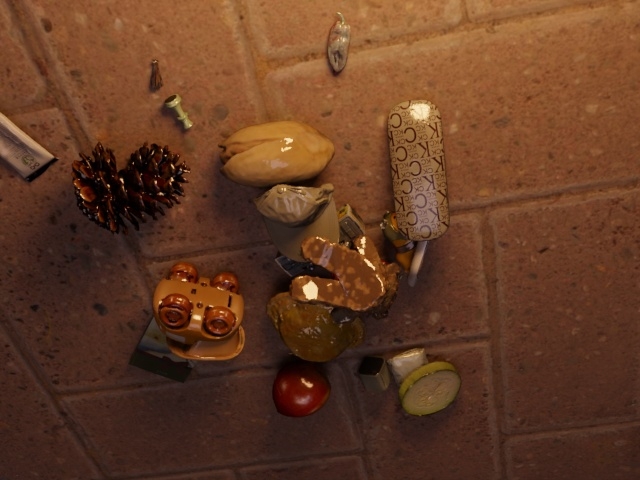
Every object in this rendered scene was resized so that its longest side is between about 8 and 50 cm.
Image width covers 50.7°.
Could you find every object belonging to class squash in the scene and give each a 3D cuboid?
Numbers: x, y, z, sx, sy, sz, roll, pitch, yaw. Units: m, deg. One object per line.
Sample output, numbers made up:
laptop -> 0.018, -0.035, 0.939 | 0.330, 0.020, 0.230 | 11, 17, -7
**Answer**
squash -> 0.357, 0.489, 2.213 | 0.219, 0.041, 0.219 | -11, 128, -14

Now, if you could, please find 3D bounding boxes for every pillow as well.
pillow -> 0.307, 0.443, 2.219 | 0.128, 0.051, 0.229 | -20, 125, 7

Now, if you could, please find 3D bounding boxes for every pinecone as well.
pinecone -> -0.471, -0.148, 1.697 | 0.292, 0.246, 0.246 | -20, 126, -9

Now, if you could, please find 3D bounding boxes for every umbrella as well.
umbrella -> -0.397, -0.399, 1.634 | 0.031, 0.020, 0.083 | 4, 121, -3

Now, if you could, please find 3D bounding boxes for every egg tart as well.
egg tart -> -0.019, 0.267, 2.003 | 0.319, 0.128, 0.319 | 9, 144, 7

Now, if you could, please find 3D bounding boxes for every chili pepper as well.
chili pepper -> 0.042, -0.453, 1.576 | 0.050, 0.041, 0.153 | 33, 132, 29

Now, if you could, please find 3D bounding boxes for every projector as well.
projector -> 0.175, 0.431, 2.185 | 0.083, 0.083, 0.082 | 1, 131, 32

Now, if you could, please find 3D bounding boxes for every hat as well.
hat -> -0.058, -0.039, 1.724 | 0.214, 0.149, 0.244 | -11, 104, 16

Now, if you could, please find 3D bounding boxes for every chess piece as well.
chess piece -> -0.347, -0.316, 1.682 | 0.042, 0.042, 0.093 | -20, 129, 14

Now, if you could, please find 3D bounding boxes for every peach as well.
peach -> -0.069, 0.481, 2.173 | 0.197, 0.197, 0.197 | 0, 126, 0

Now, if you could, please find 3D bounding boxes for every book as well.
book -> -0.476, 0.338, 2.167 | 0.201, 0.026, 0.289 | 24, 124, -14

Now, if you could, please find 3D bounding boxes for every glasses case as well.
glasses case -> 0.245, -0.172, 1.689 | 0.137, 0.085, 0.354 | -4, 101, 13

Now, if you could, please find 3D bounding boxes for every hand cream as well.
hand cream -> -0.825, -0.282, 1.703 | 0.121, 0.076, 0.336 | -25, 129, 24

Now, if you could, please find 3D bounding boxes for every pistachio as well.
pistachio -> -0.110, -0.211, 1.683 | 0.293, 0.162, 0.181 | -9, 163, 3

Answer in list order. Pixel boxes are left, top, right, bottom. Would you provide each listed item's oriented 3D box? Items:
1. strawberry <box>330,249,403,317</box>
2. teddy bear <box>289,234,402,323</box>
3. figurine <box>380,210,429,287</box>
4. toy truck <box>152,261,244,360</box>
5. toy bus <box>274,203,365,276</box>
strawberry -> 0.103, 0.117, 1.940 | 0.228, 0.098, 0.174 | 21, 86, -4
teddy bear -> 0.073, 0.100, 1.777 | 0.296, 0.222, 0.246 | 16, 86, -4
figurine -> 0.224, 0.012, 1.859 | 0.141, 0.166, 0.250 | 16, 128, 8
toy truck -> -0.346, 0.212, 1.965 | 0.288, 0.204, 0.211 | 12, 128, -10
toy bus -> 0.000, 0.000, 1.866 | 0.268, 0.106, 0.092 | -32, 115, 24
